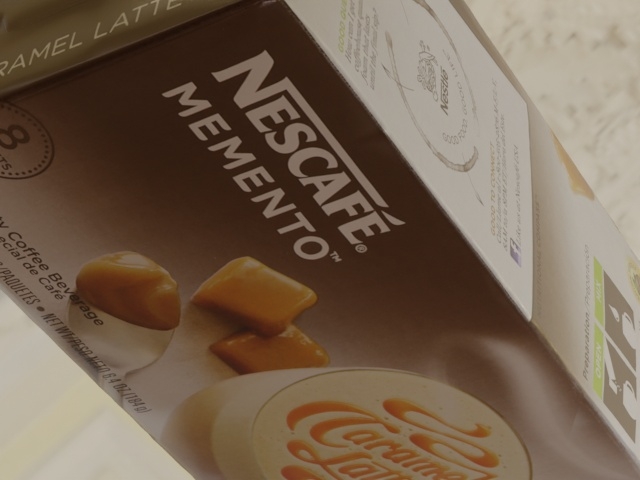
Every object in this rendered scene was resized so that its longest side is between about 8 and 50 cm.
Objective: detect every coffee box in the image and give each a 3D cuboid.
[{"bbox_3d":[0.000,0.000,0.570,0.141,0.098,0.246,-18,-48,26],"label":"coffee box"}]
